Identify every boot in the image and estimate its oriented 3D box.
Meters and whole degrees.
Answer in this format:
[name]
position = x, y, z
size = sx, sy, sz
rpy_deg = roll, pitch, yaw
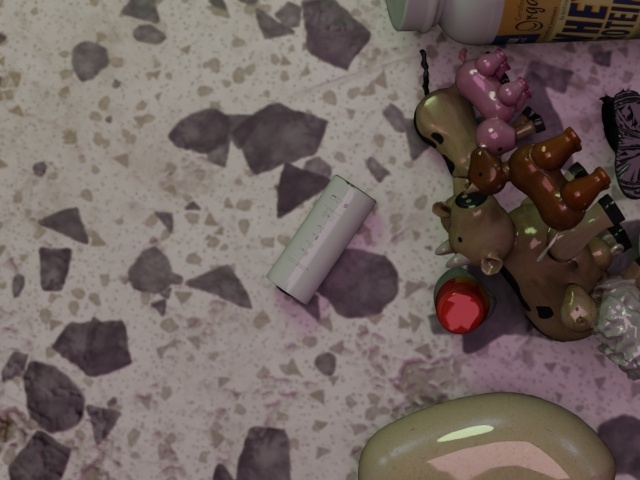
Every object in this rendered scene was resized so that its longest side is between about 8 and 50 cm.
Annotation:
[boot]
position = 0.320, -0.101, 1.812
size = 0.045, 0.099, 0.121
rpy_deg = -8, 89, 1

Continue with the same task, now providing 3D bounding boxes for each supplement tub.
[supplement tub]
position = 0.228, -0.312, 1.743
size = 0.316, 0.228, 0.228
rpy_deg = -3, 87, -6

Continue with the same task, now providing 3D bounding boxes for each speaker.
[speaker]
position = 0.000, 0.000, 1.845
size = 0.055, 0.055, 0.136
rpy_deg = 34, 89, 4

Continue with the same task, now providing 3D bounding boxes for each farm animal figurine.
[farm animal figurine]
position = 0.200, -0.019, 1.747
size = 0.172, 0.330, 0.327
rpy_deg = -36, 110, 4

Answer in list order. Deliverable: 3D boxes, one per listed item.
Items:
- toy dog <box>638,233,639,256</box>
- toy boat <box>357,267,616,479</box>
[toy dog]
position = 0.521, -0.111, 1.746
size = 0.395, 0.284, 0.408
rpy_deg = -4, 89, 38
[toy boat]
position = 0.166, 0.188, 1.799
size = 0.267, 0.148, 0.318
rpy_deg = -7, 95, 7
